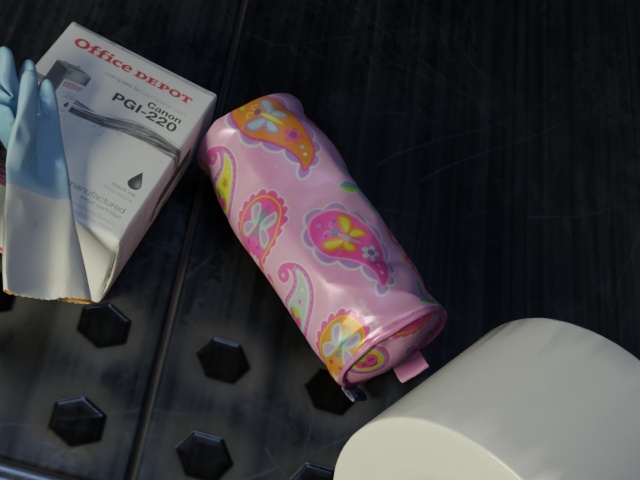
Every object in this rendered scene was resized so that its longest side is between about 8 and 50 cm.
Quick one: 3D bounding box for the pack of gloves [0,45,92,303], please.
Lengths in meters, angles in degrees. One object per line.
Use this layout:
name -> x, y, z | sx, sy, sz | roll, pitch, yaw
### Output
pack of gloves -> -0.263, -0.074, 1.029 | 0.195, 0.046, 0.232 | 12, 54, -46

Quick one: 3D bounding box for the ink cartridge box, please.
ink cartridge box -> -0.209, -0.075, 1.199 | 0.158, 0.092, 0.218 | 27, 45, -1

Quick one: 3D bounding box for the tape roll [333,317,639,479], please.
tape roll -> 0.153, 0.203, 1.021 | 0.169, 0.246, 0.246 | -31, 69, -38

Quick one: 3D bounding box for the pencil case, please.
pencil case -> 0.000, 0.000, 1.216 | 0.124, 0.124, 0.284 | -19, 62, -35
